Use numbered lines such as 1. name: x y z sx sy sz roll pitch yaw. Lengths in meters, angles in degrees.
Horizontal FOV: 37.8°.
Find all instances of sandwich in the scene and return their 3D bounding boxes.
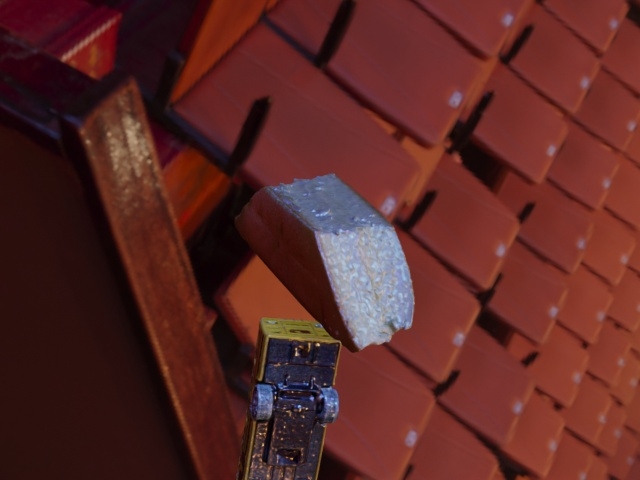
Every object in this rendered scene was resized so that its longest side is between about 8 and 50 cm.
1. sandwich: 0.000 0.000 0.910 0.094 0.258 0.096 -13 127 -31

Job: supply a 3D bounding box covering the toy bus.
1. toy bus: -0.056 0.281 1.348 0.123 0.121 0.336 -128 -135 -67
